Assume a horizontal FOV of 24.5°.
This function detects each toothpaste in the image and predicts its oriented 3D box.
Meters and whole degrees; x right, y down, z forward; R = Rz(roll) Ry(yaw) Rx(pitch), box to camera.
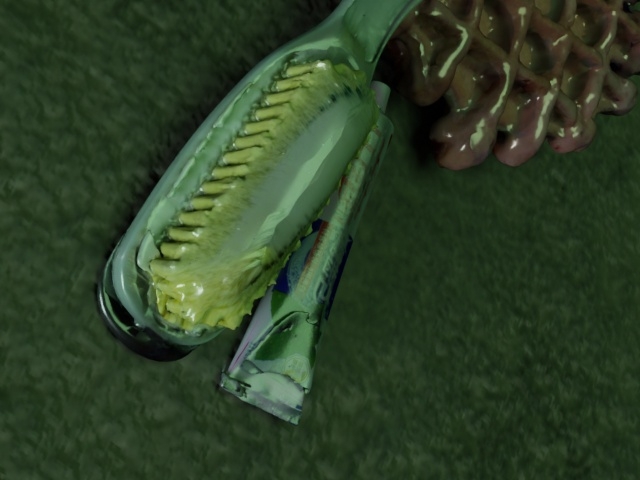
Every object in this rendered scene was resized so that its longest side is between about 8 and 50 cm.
[{"bbox_3d":[0.000,0.000,0.688,0.045,0.028,0.170,32,68,-29],"label":"toothpaste"}]

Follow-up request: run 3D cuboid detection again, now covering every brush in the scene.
[{"bbox_3d":[0.010,-0.072,0.643,0.068,0.060,0.297,42,71,-26],"label":"brush"}]

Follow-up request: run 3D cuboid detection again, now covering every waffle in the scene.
[{"bbox_3d":[0.099,-0.149,0.777,0.234,0.055,0.221,-26,101,-39],"label":"waffle"}]
